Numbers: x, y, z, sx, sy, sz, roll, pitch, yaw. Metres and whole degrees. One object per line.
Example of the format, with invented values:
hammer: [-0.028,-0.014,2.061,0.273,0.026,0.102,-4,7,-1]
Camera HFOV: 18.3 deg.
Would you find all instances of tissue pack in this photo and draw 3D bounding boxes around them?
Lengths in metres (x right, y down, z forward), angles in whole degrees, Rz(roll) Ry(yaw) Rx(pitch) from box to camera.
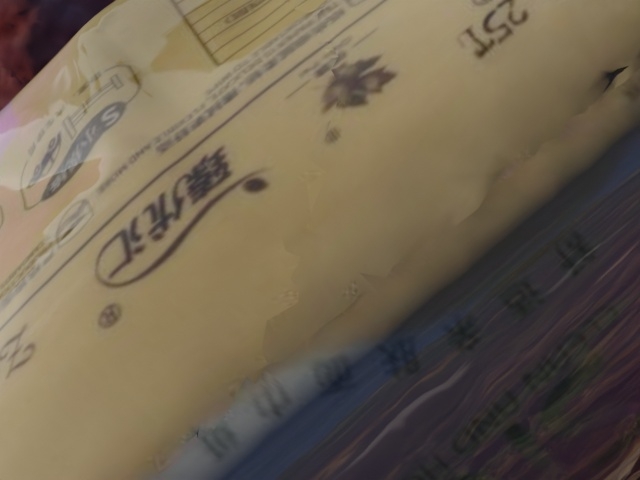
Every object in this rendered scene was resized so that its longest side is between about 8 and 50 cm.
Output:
tissue pack: [0.000,0.000,0.470,0.257,0.123,0.215,-44,28,4]

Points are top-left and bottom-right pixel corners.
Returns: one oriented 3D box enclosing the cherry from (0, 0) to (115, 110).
cherry: [-0.074,-0.022,0.831,0.213,0.236,0.285,-8,99,28]
